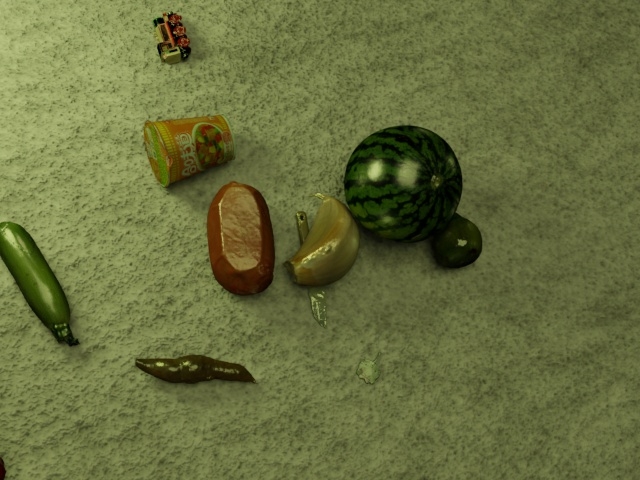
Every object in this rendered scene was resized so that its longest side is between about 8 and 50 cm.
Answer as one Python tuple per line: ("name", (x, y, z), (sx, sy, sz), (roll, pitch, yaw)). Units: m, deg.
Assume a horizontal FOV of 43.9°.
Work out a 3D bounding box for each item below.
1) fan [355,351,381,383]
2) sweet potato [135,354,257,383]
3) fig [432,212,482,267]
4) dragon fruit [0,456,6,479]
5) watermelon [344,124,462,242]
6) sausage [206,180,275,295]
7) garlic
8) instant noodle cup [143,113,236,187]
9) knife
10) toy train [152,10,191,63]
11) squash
("fan", (0.121, 0.296, 1.865), (0.056, 0.004, 0.083), (37, 68, 3))
("sweet potato", (-0.274, 0.288, 1.765), (0.274, 0.067, 0.067), (7, 70, -10))
("fig", (0.333, -0.012, 1.954), (0.123, 0.123, 0.156), (-4, 60, -12))
("dragon fruit", (-0.760, 0.486, 1.514), (0.291, 0.250, 0.269), (-42, 101, -26))
("watermelon", (0.196, -0.132, 1.881), (0.285, 0.285, 0.285), (3, 70, -9))
("sausage", (-0.185, -0.006, 1.840), (0.153, 0.141, 0.268), (-5, 74, -12))
("garlic", (0.015, -0.001, 1.885), (0.164, 0.145, 0.245), (13, 57, 12))
("instant noodle cup", (-0.307, -0.227, 1.896), (0.185, 0.168, 0.168), (-18, 75, -23))
("knife", (-0.016, 0.067, 1.913), (0.047, 0.017, 0.298), (-2, 71, -21))
("toy train", (-0.384, -0.522, 2.034), (0.087, 0.050, 0.138), (-17, 75, -12))
("squash", (-0.628, 0.093, 1.757), (0.087, 0.087, 0.331), (-29, 80, -18))
